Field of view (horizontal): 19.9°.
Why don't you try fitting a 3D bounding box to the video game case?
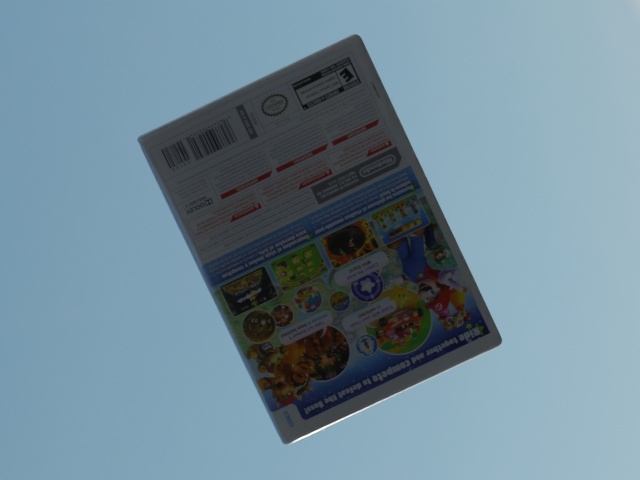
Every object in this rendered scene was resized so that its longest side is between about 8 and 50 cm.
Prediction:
[{"bbox_3d":[0.000,0.000,0.646,0.011,0.087,0.122,-89,-26,-86],"label":"video game case"}]
